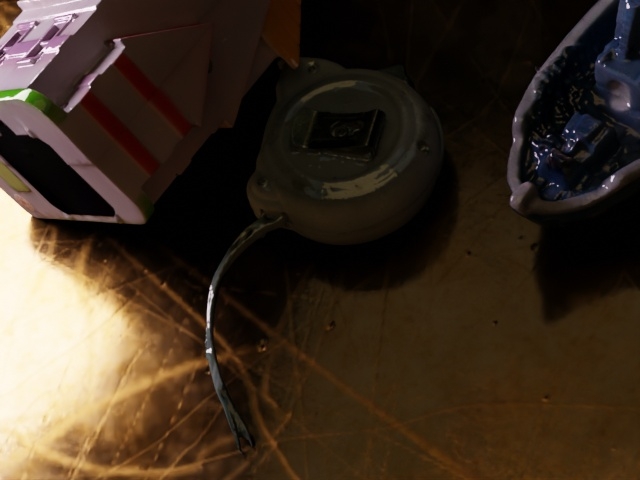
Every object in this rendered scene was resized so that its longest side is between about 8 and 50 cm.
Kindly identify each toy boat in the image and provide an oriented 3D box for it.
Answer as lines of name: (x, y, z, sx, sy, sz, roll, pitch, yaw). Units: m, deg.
toy boat: (0.236, -0.128, 1.209, 0.129, 0.142, 0.309, 31, 71, 28)

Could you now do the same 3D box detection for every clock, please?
clock: (-0.133, -0.168, 1.301, 0.309, 0.166, 0.235, -53, 27, -19)

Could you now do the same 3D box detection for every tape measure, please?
tape measure: (-0.001, -0.001, 1.234, 0.164, 0.084, 0.330, -1, 57, 21)
